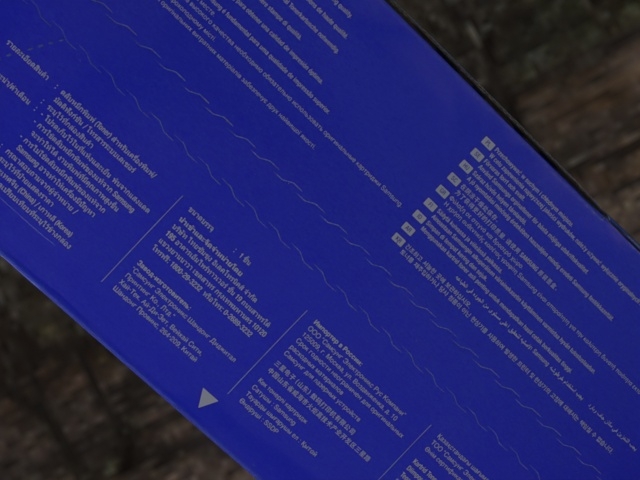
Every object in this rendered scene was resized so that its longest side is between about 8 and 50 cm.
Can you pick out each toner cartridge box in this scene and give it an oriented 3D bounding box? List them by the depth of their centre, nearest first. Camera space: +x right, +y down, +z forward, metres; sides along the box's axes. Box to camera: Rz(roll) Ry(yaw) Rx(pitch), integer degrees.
[{"bbox_3d":[0.000,0.000,0.701,0.165,0.348,0.075,-47,15,-1],"label":"toner cartridge box"}]
